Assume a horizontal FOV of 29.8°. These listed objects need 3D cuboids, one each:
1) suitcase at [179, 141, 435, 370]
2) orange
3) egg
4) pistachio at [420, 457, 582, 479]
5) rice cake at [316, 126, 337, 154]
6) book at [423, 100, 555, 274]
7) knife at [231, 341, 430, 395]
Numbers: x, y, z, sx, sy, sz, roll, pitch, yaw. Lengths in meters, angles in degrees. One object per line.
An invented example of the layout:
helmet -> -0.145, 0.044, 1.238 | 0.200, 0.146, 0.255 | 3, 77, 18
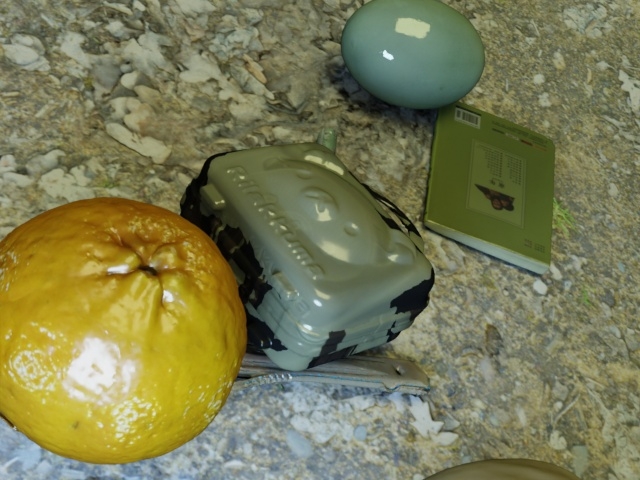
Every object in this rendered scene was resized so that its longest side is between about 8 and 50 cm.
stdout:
suitcase -> 0.000, 0.000, 1.766 | 0.339, 0.194, 0.351 | -11, 51, -41
orange -> -0.253, 0.102, 1.475 | 0.340, 0.293, 0.341 | 17, 45, -18
egg -> 0.168, -0.340, 2.178 | 0.282, 0.203, 0.203 | 8, 48, -30
pistachio -> 0.188, 0.426, 1.444 | 0.445, 0.281, 0.365 | -23, 32, -37
rice cake -> 0.007, -0.111, 2.003 | 0.033, 0.033, 0.208 | 16, 46, -13
book -> 0.307, -0.107, 2.168 | 0.239, 0.035, 0.352 | 21, 45, -9
knife -> -0.003, 0.191, 1.722 | 0.365, 0.043, 0.089 | 8, 48, -26
